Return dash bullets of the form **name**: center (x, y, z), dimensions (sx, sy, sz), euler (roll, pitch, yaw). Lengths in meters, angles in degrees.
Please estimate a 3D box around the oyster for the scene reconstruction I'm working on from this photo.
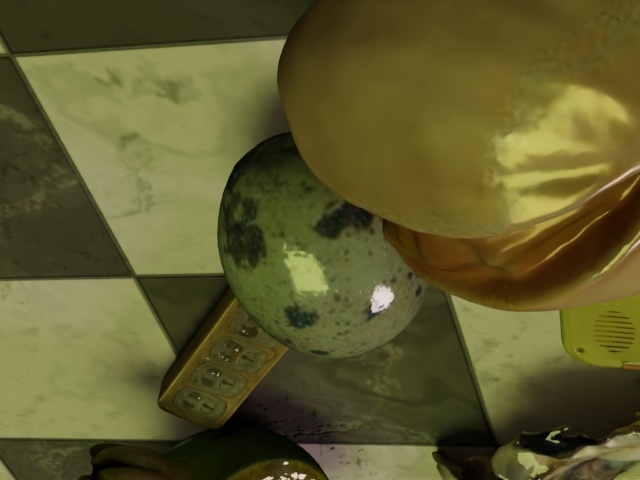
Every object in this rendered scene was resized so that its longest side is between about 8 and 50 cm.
- **oyster**: center (0.246, 0.200, 1.303), dimensions (0.238, 0.115, 0.351), euler (31, 135, -10)

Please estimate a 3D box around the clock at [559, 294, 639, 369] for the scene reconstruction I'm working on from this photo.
- **clock**: center (0.264, 0.020, 1.068), dimensions (0.202, 0.096, 0.143), euler (4, 145, 13)

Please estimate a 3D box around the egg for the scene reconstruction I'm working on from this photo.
- **egg**: center (0.000, 0.000, 1.078), dimensions (0.141, 0.141, 0.182), euler (-8, 141, 25)

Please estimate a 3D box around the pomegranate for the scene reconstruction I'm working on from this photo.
- **pomegranate**: center (-0.109, 0.254, 1.394), dimensions (0.240, 0.190, 0.159), euler (-6, -165, -33)

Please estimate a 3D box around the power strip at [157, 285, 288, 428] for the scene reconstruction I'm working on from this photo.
- **power strip**: center (-0.060, 0.075, 1.273), dimensions (0.064, 0.044, 0.305), euler (23, 142, -12)

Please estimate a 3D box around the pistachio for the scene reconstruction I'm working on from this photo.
- **pistachio**: center (0.123, -0.079, 0.880), dimensions (0.308, 0.230, 0.230), euler (-1, 145, 45)
